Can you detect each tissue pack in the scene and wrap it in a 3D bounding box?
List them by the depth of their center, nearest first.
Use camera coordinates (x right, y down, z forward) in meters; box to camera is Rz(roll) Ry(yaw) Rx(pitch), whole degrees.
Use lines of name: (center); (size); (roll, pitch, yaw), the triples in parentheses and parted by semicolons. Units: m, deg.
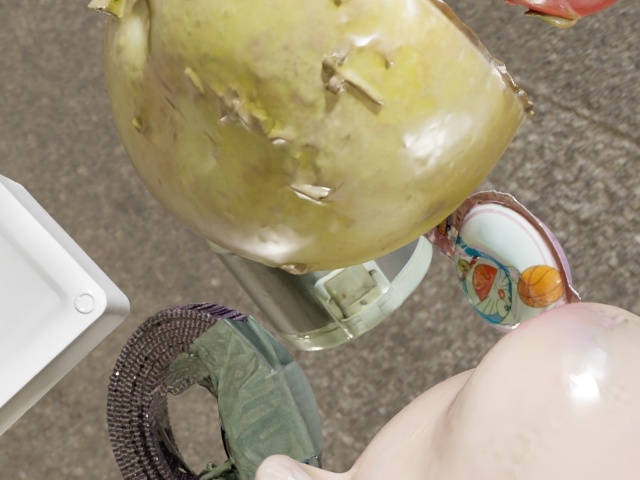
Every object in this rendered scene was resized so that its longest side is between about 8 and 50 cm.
tissue pack: (-0.294, 0.079, 0.967); (0.246, 0.136, 0.159); (-43, 89, -6)

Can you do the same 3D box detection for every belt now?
belt: (-0.137, 0.238, 1.584); (0.260, 0.122, 0.324); (-21, 87, 12)

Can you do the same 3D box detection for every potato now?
potato: (-0.049, -0.148, 1.211); (0.319, 0.385, 0.442); (-50, 43, 0)

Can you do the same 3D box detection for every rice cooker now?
rice cooker: (0.003, 0.001, 1.788); (0.288, 0.288, 0.277); (-21, 116, 36)

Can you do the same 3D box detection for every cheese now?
cheese: (0.183, 0.012, 1.352); (0.286, 0.074, 0.188); (42, 143, 36)

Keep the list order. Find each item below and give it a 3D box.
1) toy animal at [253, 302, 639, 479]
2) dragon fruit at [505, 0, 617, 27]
toy animal: (0.130, 0.131, 0.410); (0.230, 0.210, 0.221); (-28, 66, 29)
dragon fruit: (0.325, -0.408, 1.681); (0.224, 0.227, 0.224); (-31, 54, 56)
